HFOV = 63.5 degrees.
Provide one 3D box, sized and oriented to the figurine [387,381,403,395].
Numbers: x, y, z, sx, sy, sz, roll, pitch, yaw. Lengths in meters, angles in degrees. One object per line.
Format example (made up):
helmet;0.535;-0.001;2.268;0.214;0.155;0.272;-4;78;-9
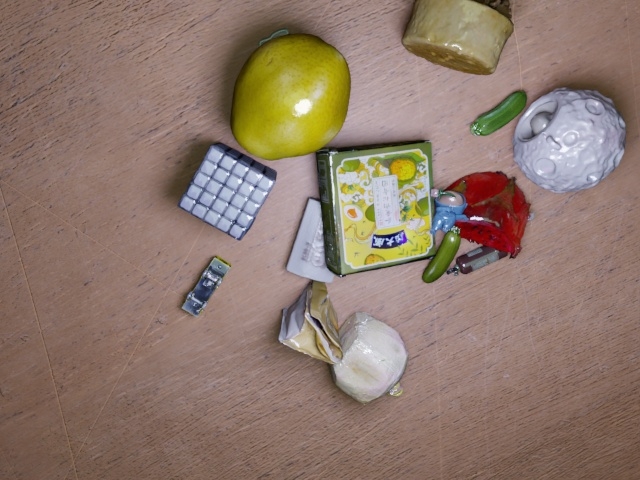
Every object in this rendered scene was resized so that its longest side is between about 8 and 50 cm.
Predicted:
figurine;0.227;0.564;1.977;0.187;0.083;0.083;-4;103;-7

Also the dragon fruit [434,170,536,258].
dragon fruit;0.574;-0.119;1.799;0.343;0.100;0.282;19;86;7

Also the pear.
pear;-0.093;-0.433;1.598;0.418;0.362;0.362;-41;101;18

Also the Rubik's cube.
Rubik's cube;-0.295;-0.170;1.713;0.238;0.237;0.237;29;99;-8

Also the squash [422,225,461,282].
squash;0.436;0.059;1.838;0.069;0.069;0.258;20;123;-6

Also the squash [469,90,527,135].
squash;0.612;-0.427;1.769;0.219;0.068;0.077;-33;112;5

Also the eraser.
eraser;0.000;0.000;1.831;0.174;0.095;0.270;17;100;-9

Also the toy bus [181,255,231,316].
toy bus;-0.412;0.163;1.864;0.081;0.074;0.226;32;99;-9

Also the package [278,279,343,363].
package;-0.011;0.258;1.775;0.221;0.311;0.165;21;103;-5

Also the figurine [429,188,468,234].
figurine;0.417;-0.105;1.702;0.114;0.178;0.144;8;143;33

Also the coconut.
coconut;0.171;0.421;1.833;0.254;0.297;0.297;35;99;-5

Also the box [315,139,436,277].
box;0.192;-0.117;1.736;0.373;0.138;0.420;-10;104;-20

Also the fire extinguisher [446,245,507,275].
fire extinguisher;0.555;0.070;1.861;0.231;0.099;0.071;-24;84;2

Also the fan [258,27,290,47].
fan;-0.172;-0.609;1.735;0.220;0.009;0.132;-33;99;4

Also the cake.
cake;0.443;-0.703;1.578;0.332;0.332;0.321;18;100;-6

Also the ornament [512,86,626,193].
ornament;0.802;-0.313;1.667;0.337;0.337;0.337;0;102;-2
